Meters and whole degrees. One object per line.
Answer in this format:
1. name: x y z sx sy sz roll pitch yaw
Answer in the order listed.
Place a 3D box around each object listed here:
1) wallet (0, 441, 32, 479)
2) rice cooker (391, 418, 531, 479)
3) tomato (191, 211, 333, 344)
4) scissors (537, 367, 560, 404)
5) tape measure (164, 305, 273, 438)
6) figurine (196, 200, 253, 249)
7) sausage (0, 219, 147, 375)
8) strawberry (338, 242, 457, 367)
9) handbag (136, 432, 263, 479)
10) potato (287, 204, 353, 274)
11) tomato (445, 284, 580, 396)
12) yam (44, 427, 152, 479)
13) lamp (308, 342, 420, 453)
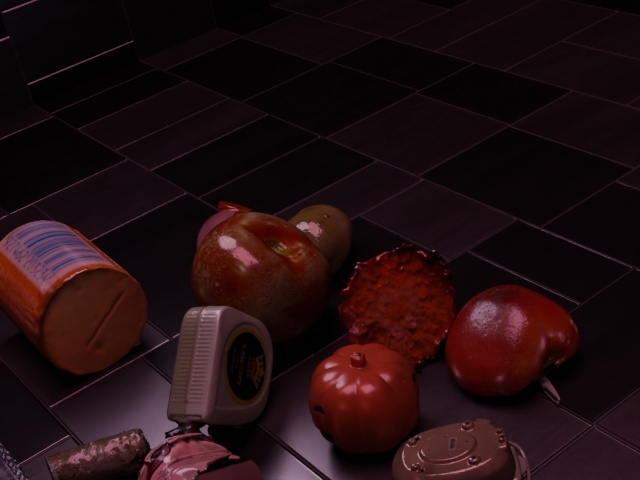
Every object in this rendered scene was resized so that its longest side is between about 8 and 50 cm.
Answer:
1. wallet: -0.579 0.456 1.749 0.237 0.075 0.342 -35 39 -23
2. rice cooker: 0.206 0.347 1.595 0.206 0.127 0.145 -16 31 10
3. tomato: -0.118 0.084 2.040 0.270 0.222 0.270 23 29 -14
4. scissors: 0.380 0.241 1.815 0.058 0.014 0.119 -18 28 -7
5. tape measure: -0.174 0.244 1.853 0.115 0.207 0.235 -3 70 28
6. figurine: -0.178 0.016 2.235 0.173 0.173 0.173 -9 31 5
7. sausage: -0.512 0.106 2.147 0.233 0.233 0.287 -29 34 -26
8. strawberry: 0.133 0.106 1.961 0.234 0.234 0.178 -16 10 -6
9. handbag: -0.183 0.389 1.612 0.116 0.179 0.205 8 6 38
10. potato: 0.000 0.000 2.241 0.157 0.157 0.194 9 24 31
11. tomato: 0.321 0.155 1.851 0.233 0.139 0.200 -31 25 -32
12. yam: -0.375 0.372 1.806 0.179 0.078 0.078 -15 31 -5
13. lamp: 0.072 0.252 1.762 0.187 0.164 0.187 -8 29 4
